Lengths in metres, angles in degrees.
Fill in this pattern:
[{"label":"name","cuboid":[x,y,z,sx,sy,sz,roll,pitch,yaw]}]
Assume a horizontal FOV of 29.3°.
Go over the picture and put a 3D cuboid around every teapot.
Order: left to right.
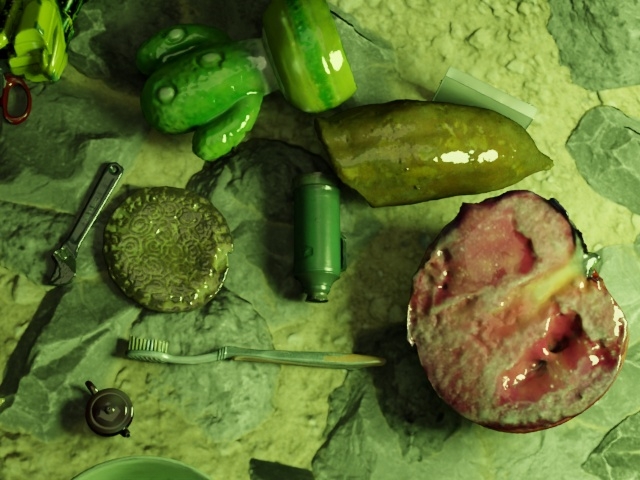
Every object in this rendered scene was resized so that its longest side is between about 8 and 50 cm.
[{"label":"teapot","cuboid":[-0.295,0.234,1.701,0.068,0.045,0.100,-37,82,-17]}]

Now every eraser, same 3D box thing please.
[{"label":"eraser","cuboid":[0.248,-0.207,1.871,0.150,0.104,0.023,26,71,1]}]

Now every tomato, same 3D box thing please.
[{"label":"tomato","cuboid":[0.273,0.106,1.753,0.289,0.176,0.335,-31,79,6]}]

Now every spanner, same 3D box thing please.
[{"label":"spanner","cuboid":[-0.341,-0.024,1.788,0.046,0.012,0.208,26,71,0]}]

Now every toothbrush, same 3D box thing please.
[{"label":"toothbrush","cuboid":[-0.090,0.166,1.757,0.375,0.028,0.037,4,66,-6]}]

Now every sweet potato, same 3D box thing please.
[{"label":"sweet potato","cuboid":[0.176,-0.136,1.818,0.369,0.158,0.158,-6,75,-8]}]

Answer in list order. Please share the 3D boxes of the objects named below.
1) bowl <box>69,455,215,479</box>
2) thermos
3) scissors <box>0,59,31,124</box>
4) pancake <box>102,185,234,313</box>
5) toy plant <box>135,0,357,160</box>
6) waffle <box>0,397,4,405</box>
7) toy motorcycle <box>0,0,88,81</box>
[{"label":"bowl","cuboid":[-0.233,0.441,1.587,0.307,0.163,0.307,2,73,-7]},{"label":"thermos","cuboid":[-0.005,-0.001,1.800,0.073,0.083,0.188,-3,75,14]},{"label":"scissors","cuboid":[-0.487,-0.298,1.848,0.144,0.017,0.248,11,71,-5]},{"label":"pancake","cuboid":[-0.221,0.011,1.788,0.199,0.021,0.199,2,73,-7]},{"label":"toy plant","cuboid":[-0.116,-0.243,1.820,0.315,0.184,0.224,-18,71,4]},{"label":"waffle","cuboid":[-0.545,0.198,1.684,0.191,0.032,0.125,44,75,5]},{"label":"toy motorcycle","cuboid":[-0.368,-0.387,1.829,0.206,0.142,0.342,14,65,16]}]
